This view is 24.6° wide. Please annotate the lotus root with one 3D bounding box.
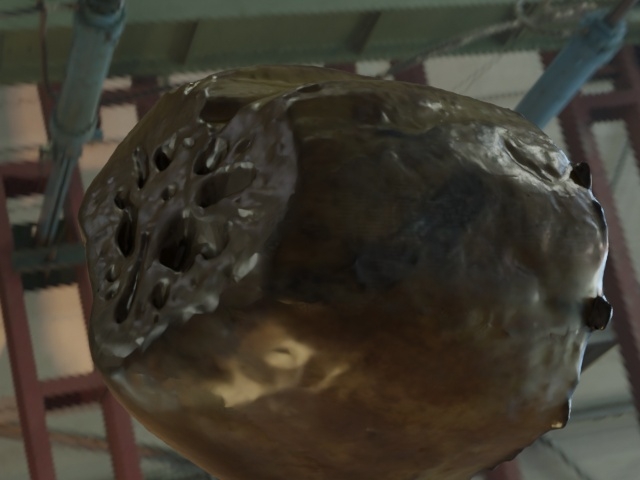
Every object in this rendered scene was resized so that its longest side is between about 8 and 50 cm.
[{"bbox_3d":[0.000,0.000,0.917,0.250,0.316,0.316,18,-120,-40],"label":"lotus root"}]
